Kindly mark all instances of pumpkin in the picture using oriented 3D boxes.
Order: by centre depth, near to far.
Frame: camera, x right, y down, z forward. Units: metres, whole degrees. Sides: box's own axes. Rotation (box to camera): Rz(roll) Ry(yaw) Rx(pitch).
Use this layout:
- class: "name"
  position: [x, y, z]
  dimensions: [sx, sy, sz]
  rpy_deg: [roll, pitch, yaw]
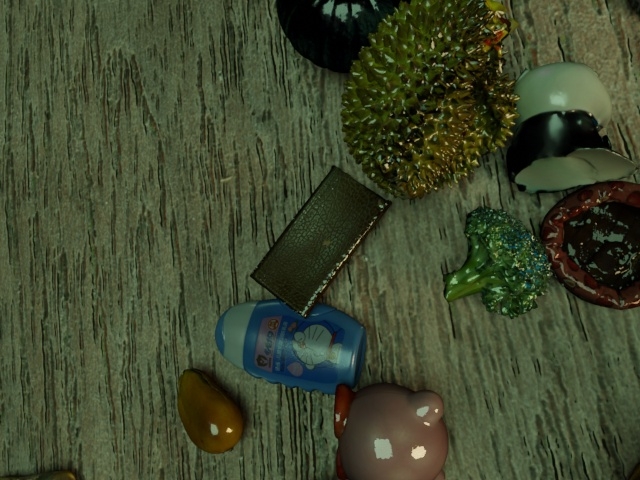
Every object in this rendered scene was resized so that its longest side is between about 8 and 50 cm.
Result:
- class: "pumpkin"
  position: [0.046, -0.397, 0.790]
  dimensions: [0.248, 0.248, 0.247]
  rpy_deg: [-1, 86, 17]

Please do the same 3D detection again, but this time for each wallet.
- class: "wallet"
  position: [0.000, 0.000, 0.860]
  dimensions: [0.133, 0.039, 0.243]
  rpy_deg: [34, 83, 24]

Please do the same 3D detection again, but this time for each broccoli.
- class: "broccoli"
  position: [0.253, 0.040, 0.751]
  dimensions: [0.160, 0.167, 0.154]
  rpy_deg: [-22, 56, 15]

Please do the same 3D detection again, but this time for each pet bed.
- class: "pet bed"
  position: [0.430, 0.005, 0.743]
  dimensions: [0.201, 0.053, 0.201]
  rpy_deg: [-1, 87, 10]

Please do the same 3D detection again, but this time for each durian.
- class: "durian"
  position: [0.147, -0.206, 0.732]
  dimensions: [0.258, 0.258, 0.293]
  rpy_deg: [35, 140, 16]

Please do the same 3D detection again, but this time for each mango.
- class: "mango"
  position: [-0.198, 0.305, 0.905]
  dimensions: [0.159, 0.084, 0.105]
  rpy_deg: [51, 118, 34]

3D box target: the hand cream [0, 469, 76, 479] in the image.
- class: "hand cream"
  position: [-0.589, 0.502, 1.014]
  dimensions: [0.203, 0.084, 0.083]
  rpy_deg: [-8, 84, 21]

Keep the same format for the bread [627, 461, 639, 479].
- class: "bread"
  position: [0.513, 0.293, 0.620]
  dimensions: [0.156, 0.204, 0.288]
  rpy_deg: [33, 91, 23]

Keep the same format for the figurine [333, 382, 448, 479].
- class: "figurine"
  position: [0.107, 0.298, 0.764]
  dimensions: [0.173, 0.173, 0.173]
  rpy_deg: [-1, 86, 17]

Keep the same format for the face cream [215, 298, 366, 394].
- class: "face cream"
  position: [-0.058, 0.171, 0.866]
  dimensions: [0.264, 0.083, 0.149]
  rpy_deg: [7, 77, 18]

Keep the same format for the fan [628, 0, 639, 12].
- class: "fan"
  position: [0.496, -0.435, 0.742]
  dimensions: [0.130, 0.074, 0.244]
  rpy_deg: [-24, 79, 15]

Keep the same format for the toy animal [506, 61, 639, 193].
- class: "toy animal"
  position: [0.355, -0.167, 0.738]
  dimensions: [0.166, 0.138, 0.179]
  rpy_deg: [-4, 76, 23]
